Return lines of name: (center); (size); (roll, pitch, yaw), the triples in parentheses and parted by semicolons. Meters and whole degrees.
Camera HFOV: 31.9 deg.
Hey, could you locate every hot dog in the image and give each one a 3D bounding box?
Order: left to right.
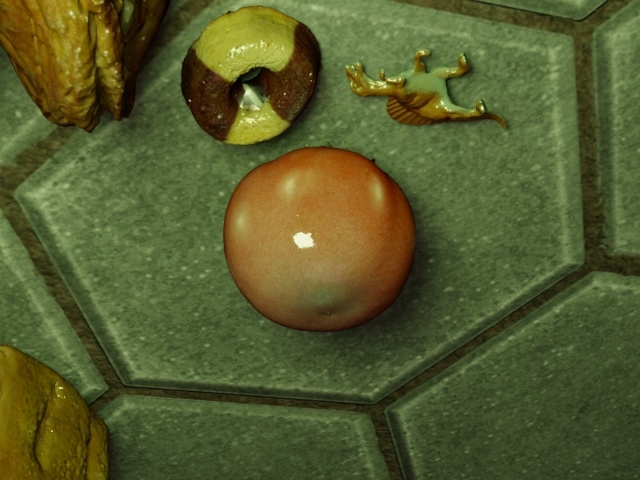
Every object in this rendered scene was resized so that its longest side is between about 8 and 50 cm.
hot dog: (-0.254, -0.283, 1.101); (0.174, 0.267, 0.387); (-2, 137, 19)

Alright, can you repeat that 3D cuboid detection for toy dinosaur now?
toy dinosaur: (0.139, -0.172, 1.432); (0.142, 0.057, 0.212); (-19, 136, 25)

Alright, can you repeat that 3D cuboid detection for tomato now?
tomato: (0.000, 0.000, 1.467); (0.256, 0.224, 0.255); (-5, 145, -3)

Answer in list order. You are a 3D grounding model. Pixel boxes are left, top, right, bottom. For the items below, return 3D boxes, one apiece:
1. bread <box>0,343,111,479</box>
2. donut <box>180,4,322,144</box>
bread: (-0.425, 0.348, 1.657); (0.148, 0.328, 0.337); (-21, 133, 13)
donut: (-0.084, -0.190, 1.357); (0.166, 0.073, 0.184); (33, 120, -33)
